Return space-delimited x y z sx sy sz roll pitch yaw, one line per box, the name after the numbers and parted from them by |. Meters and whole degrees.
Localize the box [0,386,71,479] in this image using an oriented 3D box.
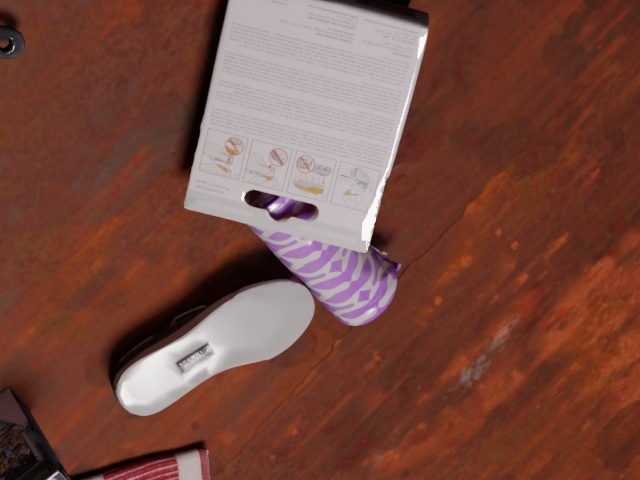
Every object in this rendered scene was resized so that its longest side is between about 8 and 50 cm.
-0.354 0.261 1.770 0.233 0.159 0.044 -38 127 -5 | box

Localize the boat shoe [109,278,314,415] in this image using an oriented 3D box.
-0.112 0.096 1.869 0.219 0.070 0.078 -26 111 -8 | boat shoe

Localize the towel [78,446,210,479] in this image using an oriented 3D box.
-0.263 0.355 1.950 0.329 0.037 0.237 -15 120 -23 | towel

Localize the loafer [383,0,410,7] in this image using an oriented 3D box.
0.041 -0.216 1.789 0.078 0.076 0.223 23 113 -1 | loafer

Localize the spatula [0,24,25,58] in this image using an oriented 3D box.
-0.392 -0.189 1.587 0.296 0.030 0.084 5 110 -30 | spatula

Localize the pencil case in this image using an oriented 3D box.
0.000 0.000 1.866 0.088 0.086 0.206 -48 127 -5 | pencil case

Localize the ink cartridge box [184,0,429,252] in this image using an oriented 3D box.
-0.015 -0.124 1.760 0.189 0.066 0.232 14 115 -1 | ink cartridge box
